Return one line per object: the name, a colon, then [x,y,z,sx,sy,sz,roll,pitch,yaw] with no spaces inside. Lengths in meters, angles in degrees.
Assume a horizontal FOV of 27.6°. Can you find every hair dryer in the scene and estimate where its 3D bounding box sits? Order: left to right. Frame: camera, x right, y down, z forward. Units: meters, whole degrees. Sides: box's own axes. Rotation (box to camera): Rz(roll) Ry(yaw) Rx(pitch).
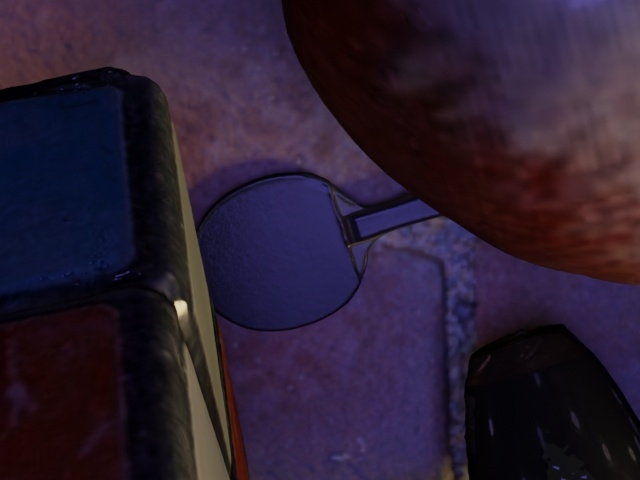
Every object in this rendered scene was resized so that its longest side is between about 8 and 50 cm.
hair dryer: [0.050,0.231,0.795,0.359,0.120,0.303,-15,91,11]

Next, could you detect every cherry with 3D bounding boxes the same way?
cherry: [0.156,-0.143,0.632,0.335,0.291,0.326,34,106,-20]

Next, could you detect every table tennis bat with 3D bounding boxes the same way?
table tennis bat: [0.000,0.000,0.780,0.158,0.014,0.095,-19,103,1]

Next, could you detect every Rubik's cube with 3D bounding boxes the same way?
Rubik's cube: [-0.188,0.152,0.597,0.318,0.313,0.316,-10,134,-3]
